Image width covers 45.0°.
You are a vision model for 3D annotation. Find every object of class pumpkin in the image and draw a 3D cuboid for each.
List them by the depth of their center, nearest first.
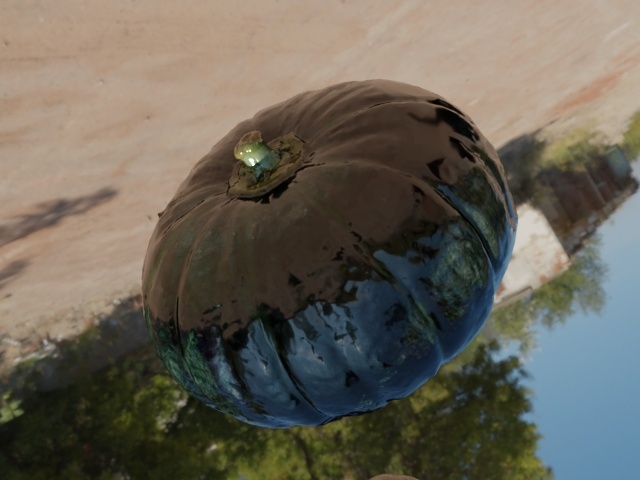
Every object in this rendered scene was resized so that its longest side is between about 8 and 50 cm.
[{"bbox_3d":[0.000,0.000,0.402,0.202,0.140,0.202,-20,-144,15],"label":"pumpkin"}]

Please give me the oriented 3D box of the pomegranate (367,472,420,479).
[{"bbox_3d":[0.071,0.278,0.700,0.130,0.130,0.130,-28,175,-3],"label":"pomegranate"}]
